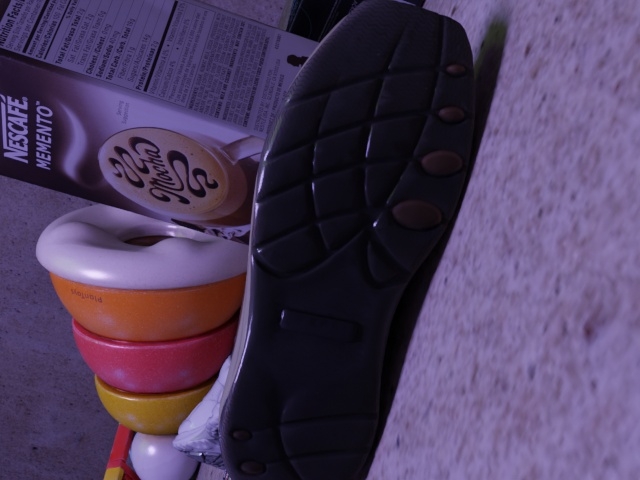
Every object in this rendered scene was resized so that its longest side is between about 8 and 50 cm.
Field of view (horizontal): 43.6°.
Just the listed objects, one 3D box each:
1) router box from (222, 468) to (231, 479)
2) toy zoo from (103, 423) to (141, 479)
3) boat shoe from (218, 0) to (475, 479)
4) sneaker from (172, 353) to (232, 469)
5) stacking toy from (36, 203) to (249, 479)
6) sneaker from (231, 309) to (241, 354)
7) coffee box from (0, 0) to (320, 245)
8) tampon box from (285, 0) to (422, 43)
[{"bbox_3d":[-0.079,0.272,0.770,0.092,0.038,0.123,130,154,-64],"label":"router box"},{"bbox_3d":[-0.306,0.433,1.390,0.293,0.030,0.192,-86,-26,-47],"label":"toy zoo"},{"bbox_3d":[0.003,0.006,0.530,0.120,0.122,0.324,-114,42,-78],"label":"boat shoe"},{"bbox_3d":[-0.088,0.179,0.866,0.232,0.090,0.115,-42,26,54],"label":"sneaker"},{"bbox_3d":[-0.266,0.189,1.301,0.351,0.350,0.480,-107,19,-71],"label":"stacking toy"},{"bbox_3d":[-0.076,0.119,0.947,0.144,0.053,0.059,110,173,-68],"label":"sneaker"},{"bbox_3d":[-0.118,-0.102,0.669,0.168,0.297,0.119,123,161,-58],"label":"coffee box"},{"bbox_3d":[0.037,-0.261,0.783,0.120,0.101,0.161,123,161,-55],"label":"tampon box"}]
